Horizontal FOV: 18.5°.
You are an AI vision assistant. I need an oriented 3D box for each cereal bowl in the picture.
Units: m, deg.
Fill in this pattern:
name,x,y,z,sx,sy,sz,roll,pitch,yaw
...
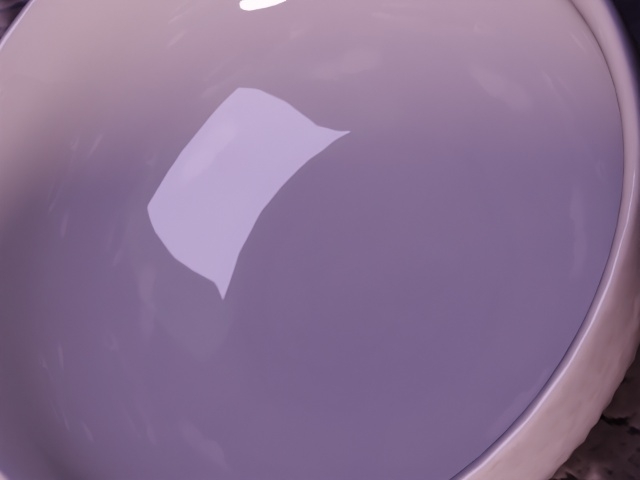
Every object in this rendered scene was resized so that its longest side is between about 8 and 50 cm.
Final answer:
name,x,y,z,sx,sy,sz,roll,pitch,yaw
cereal bowl,0.000,0.000,0.886,0.339,0.141,0.339,-10,65,23
